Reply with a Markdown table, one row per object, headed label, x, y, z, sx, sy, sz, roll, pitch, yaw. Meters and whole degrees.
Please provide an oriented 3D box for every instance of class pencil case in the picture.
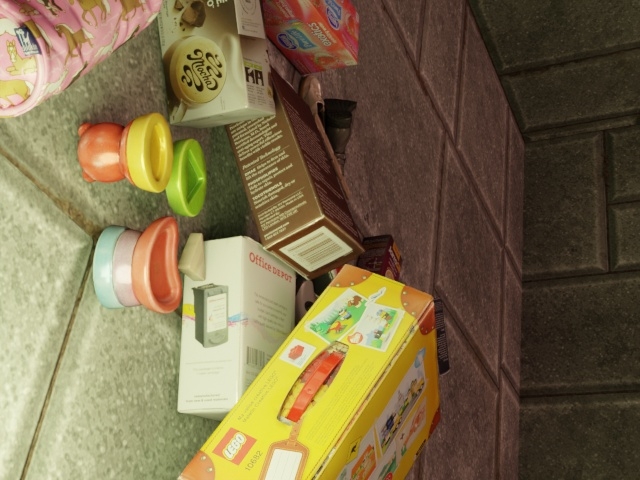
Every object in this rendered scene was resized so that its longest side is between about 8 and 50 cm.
| label | x | y | z | sx | sy | sz | roll | pitch | yaw |
| --- | --- | --- | --- | --- | --- | --- | --- | --- | --- |
| pencil case | -0.366 | -0.321 | 1.318 | 0.160 | 0.167 | 0.386 | 42 | 35 | -7 |

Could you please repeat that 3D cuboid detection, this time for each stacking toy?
| label | x | y | z | sx | sy | sz | roll | pitch | yaw |
| --- | --- | --- | --- | --- | --- | --- | --- | --- | --- |
| stacking toy | -0.289 | -0.043 | 1.492 | 0.279 | 0.130 | 0.309 | -11 | 102 | -78 |

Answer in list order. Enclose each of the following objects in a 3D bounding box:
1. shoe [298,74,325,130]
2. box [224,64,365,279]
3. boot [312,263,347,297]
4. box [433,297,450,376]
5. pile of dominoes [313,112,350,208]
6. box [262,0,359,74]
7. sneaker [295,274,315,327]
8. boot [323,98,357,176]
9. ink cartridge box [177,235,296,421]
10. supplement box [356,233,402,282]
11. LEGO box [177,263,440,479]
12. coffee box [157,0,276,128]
| label | x | y | z | sx | sy | sz | roll | pitch | yaw |
| --- | --- | --- | --- | --- | --- | --- | --- | --- | --- |
| shoe | -0.011 | -0.293 | 2.194 | 0.076 | 0.058 | 0.219 | 33 | 54 | -59 |
| box | -0.063 | -0.134 | 1.795 | 0.191 | 0.143 | 0.381 | 39 | 28 | -55 |
| boot | 0.000 | 0.000 | 2.123 | 0.176 | 0.088 | 0.244 | -37 | 114 | -74 |
| box | 0.253 | 0.265 | 2.498 | 0.108 | 0.153 | 0.207 | -3 | 87 | -66 |
| pile of dominoes | 0.007 | -0.134 | 2.093 | 0.196 | 0.040 | 0.251 | -78 | 150 | -53 |
| box | -0.038 | -0.516 | 2.094 | 0.300 | 0.154 | 0.142 | 40 | 48 | -58 |
| sneaker | -0.020 | 0.204 | 1.975 | 0.100 | 0.108 | 0.271 | 22 | 62 | -60 |
| boot | 0.039 | -0.255 | 2.286 | 0.246 | 0.083 | 0.161 | -78 | 174 | -67 |
| ink cartridge box | -0.145 | 0.171 | 1.680 | 0.226 | 0.131 | 0.306 | 36 | 50 | -60 |
| supplement box | 0.148 | 0.087 | 2.406 | 0.188 | 0.081 | 0.104 | -73 | 146 | -43 |
| LEGO box | 0.012 | 0.356 | 1.621 | 0.500 | 0.193 | 0.372 | -50 | 147 | -34 |
| coffee box | -0.194 | -0.366 | 1.688 | 0.119 | 0.168 | 0.297 | -4 | 87 | -66 |
